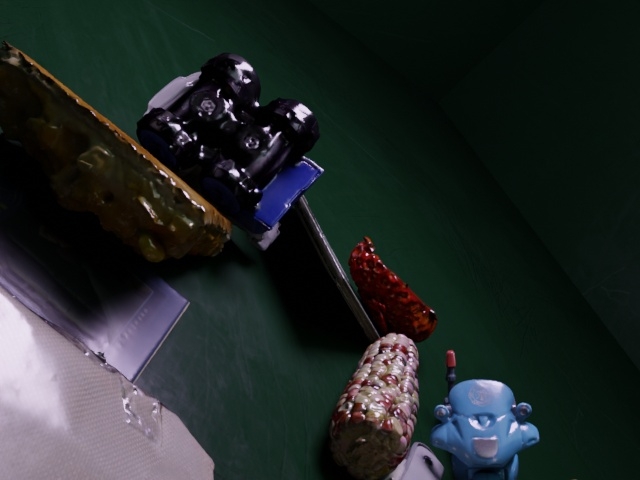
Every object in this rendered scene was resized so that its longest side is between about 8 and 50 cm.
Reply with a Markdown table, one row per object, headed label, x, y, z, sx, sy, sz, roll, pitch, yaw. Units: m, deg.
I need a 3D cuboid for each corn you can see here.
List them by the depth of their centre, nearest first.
| label | x | y | z | sx | sy | sz | roll | pitch | yaw |
| --- | --- | --- | --- | --- | --- | --- | --- | --- | --- |
| corn | 0.071 | 0.179 | 0.868 | 0.092 | 0.092 | 0.280 | 46 | 19 | -4 |

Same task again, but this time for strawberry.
| label | x | y | z | sx | sy | sz | roll | pitch | yaw |
| --- | --- | --- | --- | --- | --- | --- | --- | --- | --- |
| strawberry | 0.095 | 0.082 | 1.099 | 0.188 | 0.082 | 0.121 | 47 | 0 | -24 |

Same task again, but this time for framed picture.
| label | x | y | z | sx | sy | sz | roll | pitch | yaw |
| --- | --- | --- | --- | --- | --- | --- | --- | --- | --- |
| framed picture | 0.000 | 0.000 | 1.043 | 0.293 | 0.018 | 0.231 | 63 | 2 | 35 |

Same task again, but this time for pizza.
| label | x | y | z | sx | sy | sz | roll | pitch | yaw |
| --- | --- | --- | --- | --- | --- | --- | --- | --- | --- |
| pizza | -0.212 | -0.073 | 0.751 | 0.258 | 0.087 | 0.268 | 42 | -1 | 2 |

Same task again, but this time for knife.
| label | x | y | z | sx | sy | sz | roll | pitch | yaw |
| --- | --- | --- | --- | --- | --- | --- | --- | --- | --- |
| knife | 0.081 | 0.279 | 0.775 | 0.073 | 0.041 | 0.266 | 53 | 21 | 8 |

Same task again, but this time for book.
| label | x | y | z | sx | sy | sz | roll | pitch | yaw |
| --- | --- | --- | --- | --- | --- | --- | --- | --- | --- |
| book | -0.248 | 0.014 | 0.645 | 0.269 | 0.025 | 0.191 | 44 | 21 | -9 |

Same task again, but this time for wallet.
| label | x | y | z | sx | sy | sz | roll | pitch | yaw |
| --- | --- | --- | --- | --- | --- | --- | --- | --- | --- |
| wallet | -0.180 | 0.163 | 0.446 | 0.335 | 0.068 | 0.274 | 44 | 27 | -27 |

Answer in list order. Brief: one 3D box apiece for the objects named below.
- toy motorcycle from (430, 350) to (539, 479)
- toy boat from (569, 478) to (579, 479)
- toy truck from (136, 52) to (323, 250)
| label | x | y | z | sx | sy | sz | roll | pitch | yaw |
| --- | --- | --- | --- | --- | --- | --- | --- | --- | --- |
| toy motorcycle | 0.203 | 0.247 | 0.925 | 0.272 | 0.124 | 0.181 | -39 | 125 | -78 |
| toy boat | 0.351 | 0.384 | 1.041 | 0.068 | 0.088 | 0.226 | 54 | 23 | 19 |
| toy truck | -0.114 | -0.101 | 0.907 | 0.213 | 0.177 | 0.161 | 37 | 62 | 8 |
